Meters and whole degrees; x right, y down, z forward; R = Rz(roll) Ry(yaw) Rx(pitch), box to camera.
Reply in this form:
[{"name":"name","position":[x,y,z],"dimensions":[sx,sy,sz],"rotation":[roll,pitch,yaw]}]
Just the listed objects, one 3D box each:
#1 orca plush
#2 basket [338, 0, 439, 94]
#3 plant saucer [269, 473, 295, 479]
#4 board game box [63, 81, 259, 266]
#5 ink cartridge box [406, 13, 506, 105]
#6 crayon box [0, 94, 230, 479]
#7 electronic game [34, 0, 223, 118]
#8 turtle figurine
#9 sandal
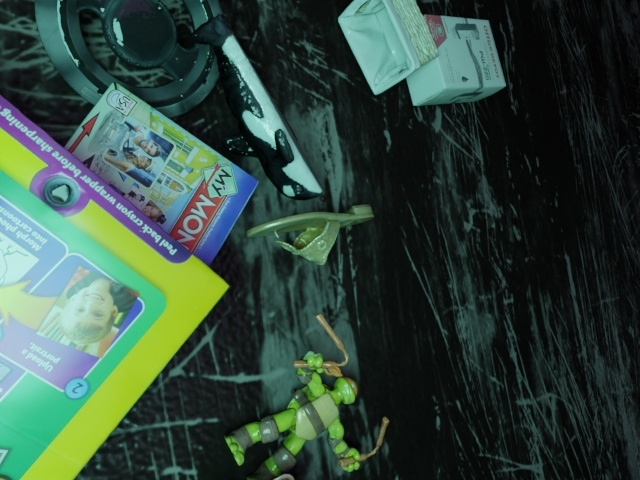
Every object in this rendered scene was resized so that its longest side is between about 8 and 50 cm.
[{"name":"orca plush","position":[-0.107,-0.164,0.620],"dimensions":[0.102,0.151,0.287],"rotation":[-28,133,8]},{"name":"basket","position":[0.133,-0.386,0.806],"dimensions":[0.103,0.113,0.167],"rotation":[-34,100,-36]},{"name":"plant saucer","position":[-0.116,0.446,0.516],"dimensions":[0.259,0.048,0.258],"rotation":[-22,98,-17]},{"name":"board game box","position":[-0.244,0.000,0.519],"dimensions":[0.213,0.046,0.317],"rotation":[33,74,-23]},{"name":"ink cartridge box","position":[0.285,-0.385,0.912],"dimensions":[0.218,0.092,0.158],"rotation":[-16,91,-35]},{"name":"crayon box","position":[-0.327,0.050,0.389],"dimensions":[0.363,0.106,0.313],"rotation":[44,72,-19]},{"name":"electronic game","position":[-0.233,-0.272,0.548],"dimensions":[0.229,0.048,0.229],"rotation":[-15,118,-29]},{"name":"turtle figurine","position":[-0.026,0.250,0.614],"dimensions":[0.217,0.087,0.269],"rotation":[-29,114,-22]},{"name":"sandal","position":[0.004,-0.002,0.675],"dimensions":[0.240,0.088,0.079],"rotation":[-13,83,-38]}]
